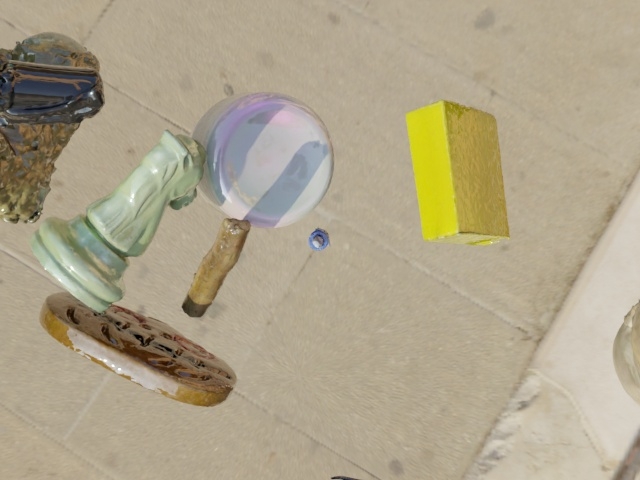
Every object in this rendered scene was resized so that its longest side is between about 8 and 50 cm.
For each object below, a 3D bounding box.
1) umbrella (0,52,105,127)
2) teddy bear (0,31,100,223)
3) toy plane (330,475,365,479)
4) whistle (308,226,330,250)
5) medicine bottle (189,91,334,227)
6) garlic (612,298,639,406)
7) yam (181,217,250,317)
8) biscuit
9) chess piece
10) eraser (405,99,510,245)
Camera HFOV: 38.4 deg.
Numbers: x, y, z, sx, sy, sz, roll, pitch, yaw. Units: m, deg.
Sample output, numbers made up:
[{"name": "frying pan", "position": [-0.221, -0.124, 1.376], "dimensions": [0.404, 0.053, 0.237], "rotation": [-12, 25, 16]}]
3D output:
[{"name": "umbrella", "position": [-0.244, -0.091, 0.503], "dimensions": [0.250, 0.052, 0.053], "rotation": [-1, 51, -31]}, {"name": "teddy bear", "position": [-0.363, -0.107, 0.851], "dimensions": [0.256, 0.156, 0.267], "rotation": [18, 38, 9]}, {"name": "toy plane", "position": [0.033, 0.220, 0.714], "dimensions": [0.145, 0.037, 0.060], "rotation": [21, 121, -31]}, {"name": "whistle", "position": [0.000, 0.000, 1.279], "dimensions": [0.029, 0.083, 0.033], "rotation": [-39, 92, 12]}, {"name": "medicine bottle", "position": [-0.127, -0.156, 1.723], "dimensions": [0.241, 0.302, 0.241], "rotation": [-3, 99, -19]}, {"name": "garlic", "position": [0.346, 0.064, 0.725], "dimensions": [0.228, 0.228, 0.152], "rotation": [-38, 77, -6]}, {"name": "yam", "position": [-0.177, 0.046, 1.548], "dimensions": [0.057, 0.241, 0.056], "rotation": [17, 43, -17]}, {"name": "biscuit", "position": [-0.314, 0.181, 1.643], "dimensions": [0.367, 0.314, 0.063], "rotation": [26, 97, 3]}, {"name": "chess piece", "position": [-0.290, -0.044, 1.430], "dimensions": [0.298, 0.176, 0.176], "rotation": [-43, 85, 0]}, {"name": "eraser", "position": [0.128, -0.059, 0.844], "dimensions": [0.045, 0.097, 0.122], "rotation": [-14, 77, 37]}]
